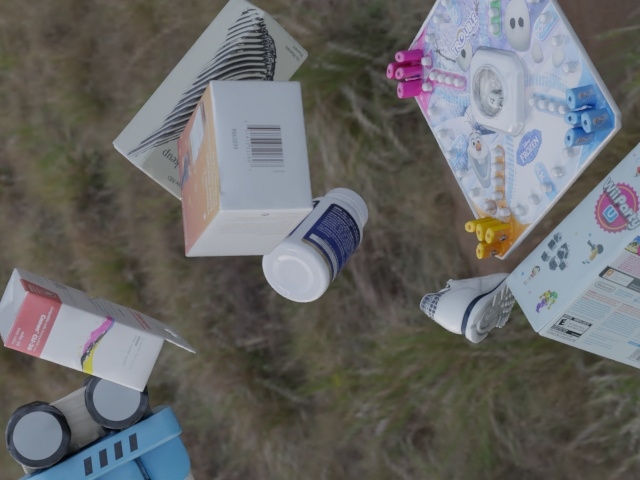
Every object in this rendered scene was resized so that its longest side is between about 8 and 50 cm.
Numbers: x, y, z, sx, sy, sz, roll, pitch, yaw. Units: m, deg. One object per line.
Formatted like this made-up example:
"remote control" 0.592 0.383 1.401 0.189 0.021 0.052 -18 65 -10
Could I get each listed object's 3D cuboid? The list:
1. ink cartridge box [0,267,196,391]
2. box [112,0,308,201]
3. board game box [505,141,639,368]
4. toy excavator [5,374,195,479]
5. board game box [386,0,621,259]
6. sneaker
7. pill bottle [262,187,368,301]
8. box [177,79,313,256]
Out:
"ink cartridge box" -0.245 0.103 1.355 0.067 0.198 0.115 -67 23 3
"box" -0.152 -0.196 1.729 0.275 0.113 0.094 -52 42 0
"board game box" 0.408 0.004 1.496 0.303 0.224 0.097 -49 45 24
"toy excavator" -0.284 0.421 2.169 0.445 0.433 0.222 65 164 -1
"board game box" 0.251 -0.221 1.857 0.390 0.050 0.390 66 152 22
"sneaker" 0.234 0.086 1.876 0.095 0.235 0.090 17 103 24
"pill bottle" 0.000 0.000 1.659 0.094 0.169 0.094 15 128 20
"box" -0.078 -0.066 1.218 0.170 0.091 0.130 137 129 -66
